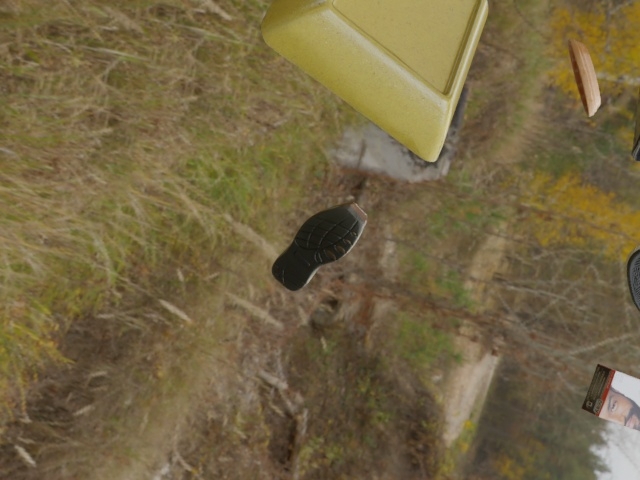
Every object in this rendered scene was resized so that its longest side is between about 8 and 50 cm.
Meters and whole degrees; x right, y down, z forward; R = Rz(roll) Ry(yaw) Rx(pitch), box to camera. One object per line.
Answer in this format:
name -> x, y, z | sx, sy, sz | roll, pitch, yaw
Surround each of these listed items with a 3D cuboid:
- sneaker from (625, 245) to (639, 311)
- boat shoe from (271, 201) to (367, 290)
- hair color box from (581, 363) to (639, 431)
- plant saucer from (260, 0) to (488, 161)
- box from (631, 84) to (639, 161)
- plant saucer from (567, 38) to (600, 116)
sneaker -> 0.703, 0.091, 1.519 | 0.295, 0.123, 0.178 | 53, 19, -23
boat shoe -> 0.000, 0.000, 1.777 | 0.324, 0.122, 0.120 | -39, -176, 42
hair color box -> 0.581, 0.302, 1.366 | 0.093, 0.167, 0.053 | -70, -160, -1
plant saucer -> 0.115, -0.340, 1.093 | 0.081, 0.333, 0.333 | -25, -143, 56
box -> 0.451, -0.189, 0.587 | 0.294, 0.296, 0.183 | 90, 19, -52
plant saucer -> 0.661, -0.409, 1.822 | 0.200, 0.037, 0.200 | -15, 90, -72
